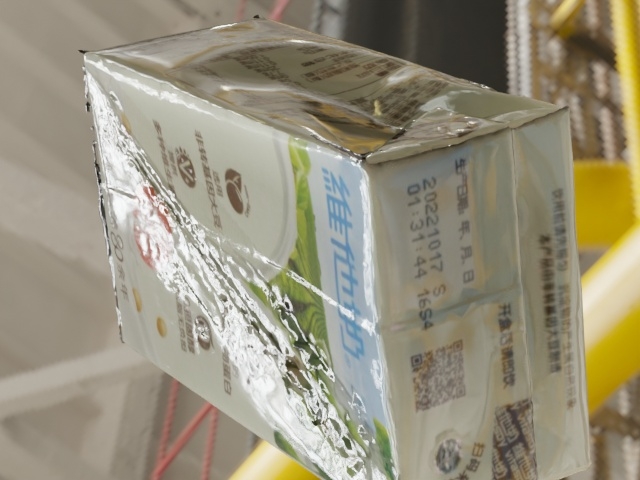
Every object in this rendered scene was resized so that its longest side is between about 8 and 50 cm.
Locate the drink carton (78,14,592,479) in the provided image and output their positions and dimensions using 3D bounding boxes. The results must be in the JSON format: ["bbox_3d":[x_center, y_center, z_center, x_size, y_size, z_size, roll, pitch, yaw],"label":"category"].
[{"bbox_3d":[0.000,0.000,0.960,0.132,0.194,0.324,-17,-158,-26],"label":"drink carton"}]
